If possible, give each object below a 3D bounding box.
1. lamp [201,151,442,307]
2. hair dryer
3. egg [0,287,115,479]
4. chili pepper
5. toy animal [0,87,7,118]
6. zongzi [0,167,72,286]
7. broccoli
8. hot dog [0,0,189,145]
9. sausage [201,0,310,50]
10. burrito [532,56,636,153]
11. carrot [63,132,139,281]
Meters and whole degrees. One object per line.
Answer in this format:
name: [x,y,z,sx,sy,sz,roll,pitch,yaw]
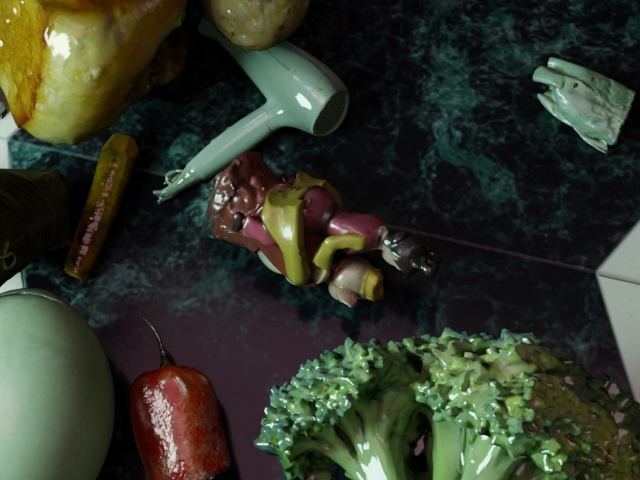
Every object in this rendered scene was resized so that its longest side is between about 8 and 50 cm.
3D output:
lamp: [0.000,0.000,1.326,0.253,0.118,0.118,26,72,10]
hair dryer: [-0.111,-0.140,1.422,0.237,0.075,0.206,-46,65,-5]
egg: [-0.292,0.166,1.233,0.187,0.186,0.253,2,63,4]
chili pepper: [-0.148,0.164,1.282,0.086,0.084,0.192,-12,72,-19]
toy animal: [-0.382,-0.200,1.450,0.085,0.071,0.124,11,77,26]
zongzi: [-0.402,-0.010,1.302,0.241,0.247,0.111,1,105,9]
broccoli: [0.129,0.196,1.114,0.375,0.302,0.249,24,108,5]
hot dog: [-0.266,-0.294,1.397,0.223,0.185,0.405,-12,57,-32]
sausage: [-0.091,-0.414,1.473,0.123,0.136,0.500,8,55,-20]
burrito: [0.284,-0.154,1.402,0.118,0.044,0.074,33,78,11]
carrot: [-0.239,-0.036,1.391,0.042,0.042,0.170,15,72,10]
